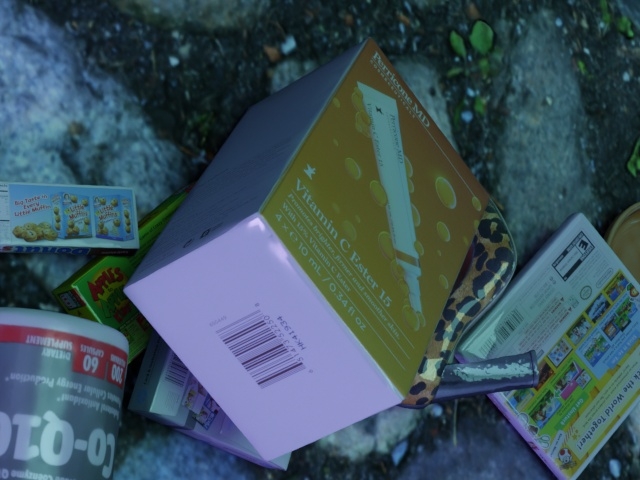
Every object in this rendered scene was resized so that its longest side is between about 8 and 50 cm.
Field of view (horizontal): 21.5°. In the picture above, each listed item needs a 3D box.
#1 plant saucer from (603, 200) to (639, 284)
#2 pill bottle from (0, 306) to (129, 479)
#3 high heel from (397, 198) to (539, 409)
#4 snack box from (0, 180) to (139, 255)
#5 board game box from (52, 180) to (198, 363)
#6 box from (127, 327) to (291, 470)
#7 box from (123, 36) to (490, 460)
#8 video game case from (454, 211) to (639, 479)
[{"bbox_3d":[0.397,0.052,1.991,0.200,0.037,0.200,8,75,-32],"label":"plant saucer"},{"bbox_3d":[-0.257,0.211,1.426,0.161,0.161,0.283,15,72,-32],"label":"pill bottle"},{"bbox_3d":[0.114,0.048,1.781,0.186,0.093,0.261,-7,66,-11],"label":"high heel"},{"bbox_3d":[-0.255,-0.020,1.534,0.178,0.022,0.064,2,65,-22],"label":"snack box"},{"bbox_3d":[-0.158,0.031,1.606,0.181,0.043,0.092,-42,104,-34],"label":"board game box"},{"bbox_3d":[-0.085,0.123,1.607,0.186,0.038,0.145,28,72,-40],"label":"box"},{"bbox_3d":[0.000,0.000,1.572,0.215,0.168,0.345,52,33,-16],"label":"box"},{"bbox_3d":[0.279,0.118,1.876,0.227,0.026,0.206,-46,104,-22],"label":"video game case"}]
